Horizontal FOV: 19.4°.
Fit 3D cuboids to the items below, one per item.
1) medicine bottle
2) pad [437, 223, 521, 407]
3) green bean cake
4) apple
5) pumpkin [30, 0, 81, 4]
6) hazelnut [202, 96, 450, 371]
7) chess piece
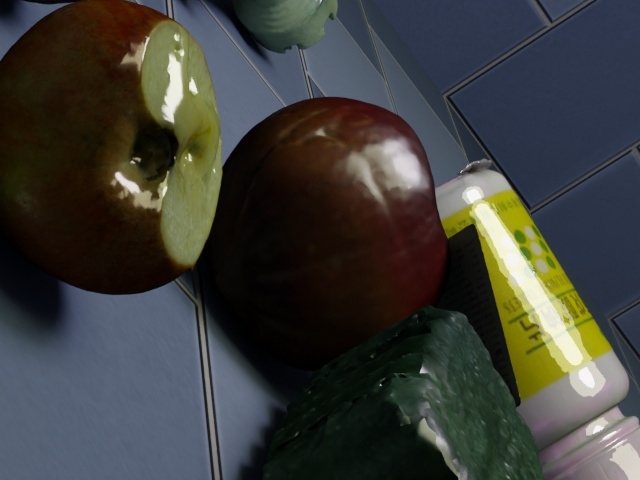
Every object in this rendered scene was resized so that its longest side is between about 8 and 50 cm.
[{"bbox_3d":[0.186,0.129,1.920,0.378,0.213,0.213,59,12,8],"label":"medicine bottle"},{"bbox_3d":[0.095,0.096,1.660,0.265,0.009,0.159,-37,-116,62],"label":"pad"},{"bbox_3d":[0.095,0.232,1.423,0.308,0.169,0.300,57,14,-4],"label":"green bean cake"},{"bbox_3d":[-0.144,-0.058,1.206,0.173,0.160,0.195,-102,-179,-69],"label":"apple"},{"bbox_3d":[-0.222,-0.293,1.485,0.220,0.162,0.220,-14,90,-81],"label":"pumpkin"},{"bbox_3d":[0.000,0.000,1.583,0.229,0.229,0.229,53,13,-18],"label":"hazelnut"},{"bbox_3d":[-0.072,-0.332,2.199,0.194,0.194,0.299,63,4,24],"label":"chess piece"}]
